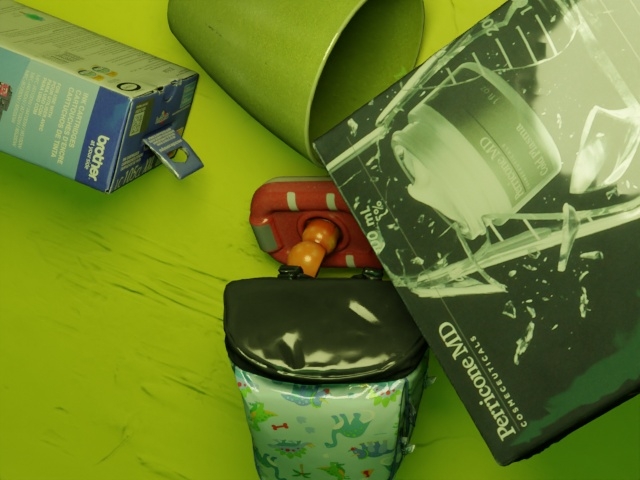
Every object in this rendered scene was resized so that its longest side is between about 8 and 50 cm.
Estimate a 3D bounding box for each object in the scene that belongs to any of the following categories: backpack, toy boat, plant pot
[{"bbox_3d":[0.013,0.222,1.859,0.290,0.355,0.273,2,64,1],"label":"backpack"},{"bbox_3d":[0.000,0.000,1.867,0.231,0.151,0.151,0,132,24],"label":"toy boat"},{"bbox_3d":[-0.055,-0.282,1.802,0.293,0.275,0.274,29,109,23],"label":"plant pot"}]

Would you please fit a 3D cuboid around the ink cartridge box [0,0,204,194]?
[{"bbox_3d":[-0.350,-0.201,1.872,0.396,0.270,0.151,20,109,9],"label":"ink cartridge box"}]

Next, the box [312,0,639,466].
[{"bbox_3d":[0.334,-0.050,1.665,0.472,0.297,0.480,-35,76,21],"label":"box"}]
